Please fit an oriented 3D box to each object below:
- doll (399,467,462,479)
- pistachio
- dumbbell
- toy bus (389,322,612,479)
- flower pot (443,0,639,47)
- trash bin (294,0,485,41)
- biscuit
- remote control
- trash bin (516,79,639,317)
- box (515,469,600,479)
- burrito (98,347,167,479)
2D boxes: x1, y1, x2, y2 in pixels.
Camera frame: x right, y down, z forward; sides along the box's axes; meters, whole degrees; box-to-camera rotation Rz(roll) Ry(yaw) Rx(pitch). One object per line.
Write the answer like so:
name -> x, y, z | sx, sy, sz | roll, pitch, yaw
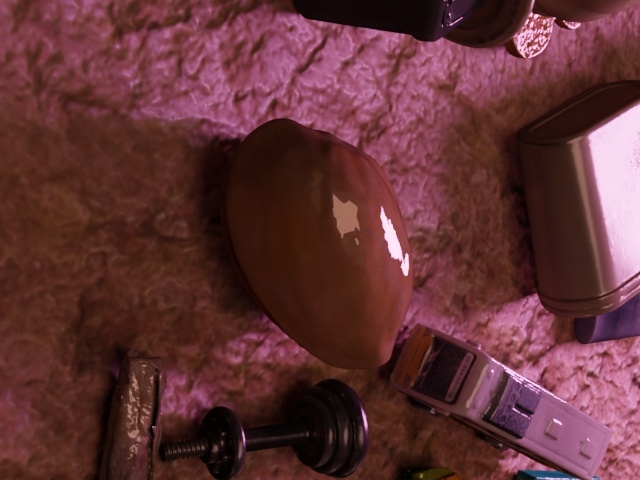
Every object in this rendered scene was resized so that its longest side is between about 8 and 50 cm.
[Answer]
doll -> 0.129, 0.370, 1.512 | 0.134, 0.106, 0.186 | 24, 68, -29
pistachio -> 0.000, 0.000, 1.261 | 0.181, 0.162, 0.293 | -29, 125, -13
dumbbell -> -0.056, 0.210, 1.312 | 0.254, 0.110, 0.110 | -1, 102, -35
toy bus -> 0.230, 0.211, 1.537 | 0.342, 0.138, 0.097 | 32, 82, -44
flower pot -> 0.212, -0.340, 1.260 | 0.244, 0.307, 0.307 | -36, 123, -25
trash bin -> 0.058, -0.290, 1.180 | 0.101, 0.236, 0.177 | -41, 126, -26
biscuit -> 0.285, -0.329, 1.510 | 0.158, 0.035, 0.240 | 44, 71, -38
remote control -> 0.509, 0.084, 1.818 | 0.377, 0.044, 0.107 | -4, 109, -41
trash bin -> 0.364, -0.057, 1.604 | 0.243, 0.121, 0.247 | -31, 117, -33
box -> 0.312, 0.438, 1.737 | 0.161, 0.042, 0.226 | 11, 94, -42
burrito -> -0.187, 0.199, 1.225 | 0.058, 0.045, 0.188 | 7, 100, -17
